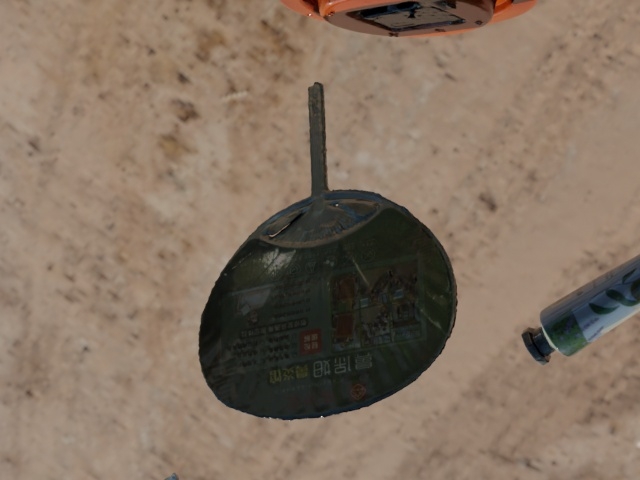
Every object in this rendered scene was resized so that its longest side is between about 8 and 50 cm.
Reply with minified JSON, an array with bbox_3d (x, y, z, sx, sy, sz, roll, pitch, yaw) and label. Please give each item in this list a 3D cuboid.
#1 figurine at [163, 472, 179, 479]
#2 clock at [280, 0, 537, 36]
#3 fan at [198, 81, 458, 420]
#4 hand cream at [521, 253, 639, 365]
[{"bbox_3d":[-0.171,0.298,1.378,0.081,0.098,0.146,13,153,-30],"label":"figurine"},{"bbox_3d":[0.066,-0.193,1.047,0.205,0.051,0.205,3,176,0],"label":"clock"},{"bbox_3d":[0.022,0.017,1.110,0.223,0.294,0.012,17,164,33],"label":"fan"},{"bbox_3d":[0.307,0.038,1.316,0.256,0.055,0.088,-37,148,21],"label":"hand cream"}]
